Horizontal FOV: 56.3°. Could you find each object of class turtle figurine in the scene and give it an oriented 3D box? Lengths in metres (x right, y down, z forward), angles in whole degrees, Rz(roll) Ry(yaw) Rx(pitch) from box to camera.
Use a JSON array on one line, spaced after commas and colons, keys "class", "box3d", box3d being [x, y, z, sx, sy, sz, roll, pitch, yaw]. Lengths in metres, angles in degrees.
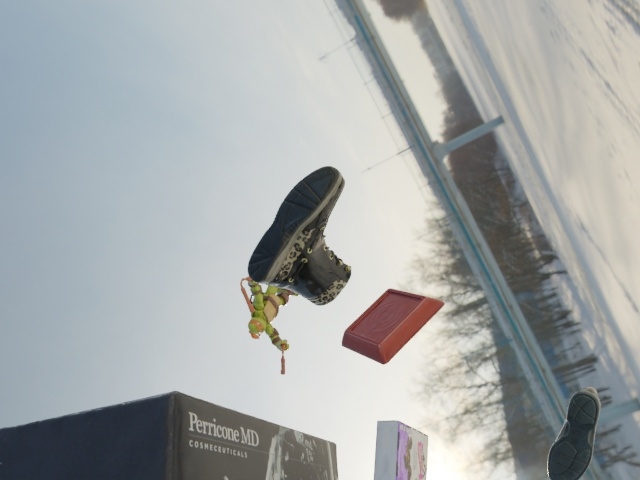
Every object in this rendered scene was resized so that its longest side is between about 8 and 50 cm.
[{"class": "turtle figurine", "box3d": [-0.114, 0.160, 1.395, 0.217, 0.087, 0.270, -56, -49, -50]}]

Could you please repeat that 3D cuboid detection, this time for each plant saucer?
[{"class": "plant saucer", "box3d": [0.198, 0.234, 1.763, 0.048, 0.258, 0.259, 55, 161, -19]}]

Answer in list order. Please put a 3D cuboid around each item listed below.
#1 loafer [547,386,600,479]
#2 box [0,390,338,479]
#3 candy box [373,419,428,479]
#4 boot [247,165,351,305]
[{"class": "loafer", "box3d": [0.657, 0.500, 1.525, 0.084, 0.096, 0.268, -11, -63, -55]}, {"class": "box", "box3d": [-0.174, 0.499, 0.791, 0.480, 0.297, 0.472, 44, -146, -55]}, {"class": "candy box", "box3d": [0.221, 0.589, 1.614, 0.196, 0.070, 0.165, 39, -132, -47]}, {"class": "boot", "box3d": [-0.001, 0.000, 1.063, 0.178, 0.236, 0.085, 32, -175, -42]}]
